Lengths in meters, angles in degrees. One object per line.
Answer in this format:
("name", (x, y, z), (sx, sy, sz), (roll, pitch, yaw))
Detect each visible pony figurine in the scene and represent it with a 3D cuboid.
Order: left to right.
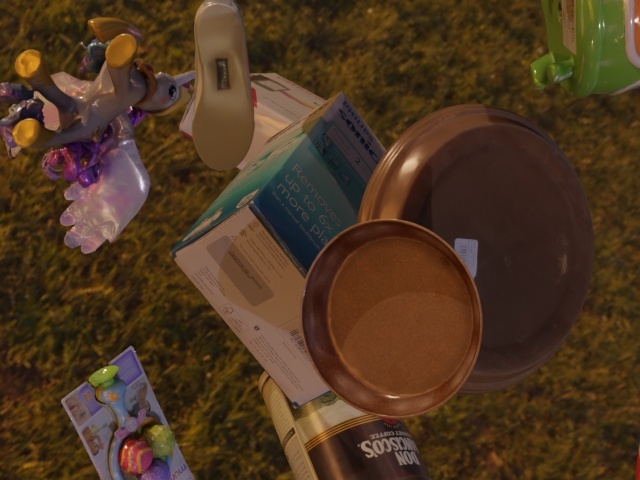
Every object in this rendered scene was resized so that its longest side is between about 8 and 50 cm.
("pony figurine", (-0.361, -0.193, 1.607), (0.302, 0.351, 0.363), (52, 6, 10))

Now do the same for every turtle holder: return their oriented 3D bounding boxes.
("turtle holder", (0.411, -0.314, 1.424), (0.228, 0.320, 0.243), (-5, 80, 3))

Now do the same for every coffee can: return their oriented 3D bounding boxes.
("coffee can", (0.039, 0.316, 1.632), (0.202, 0.201, 0.275), (2, 50, -38))

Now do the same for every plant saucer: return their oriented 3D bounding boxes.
("plant saucer", (0.062, 0.065, 0.865), (0.029, 0.168, 0.168), (-4, 65, -60))
("plant saucer", (0.159, 0.009, 0.960), (0.278, 0.041, 0.277), (-1, 92, -29))

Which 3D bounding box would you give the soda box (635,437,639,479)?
("soda box", (0.245, 0.171, 0.659), (0.067, 0.071, 0.210), (4, 99, -2))

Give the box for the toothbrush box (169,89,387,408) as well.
("toothbrush box", (0.000, 0.000, 1.121), (0.216, 0.126, 0.295), (53, 32, -12))

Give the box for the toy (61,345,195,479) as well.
("toy", (-0.243, 0.278, 1.390), (0.137, 0.056, 0.237), (-40, 113, -44))

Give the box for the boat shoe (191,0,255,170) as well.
("boat shoe", (-0.119, -0.201, 1.280), (0.079, 0.227, 0.081), (3, 32, 0))

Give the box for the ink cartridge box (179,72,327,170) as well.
("ink cartridge box", (-0.085, -0.212, 1.906), (0.226, 0.131, 0.306), (31, 20, 14))
